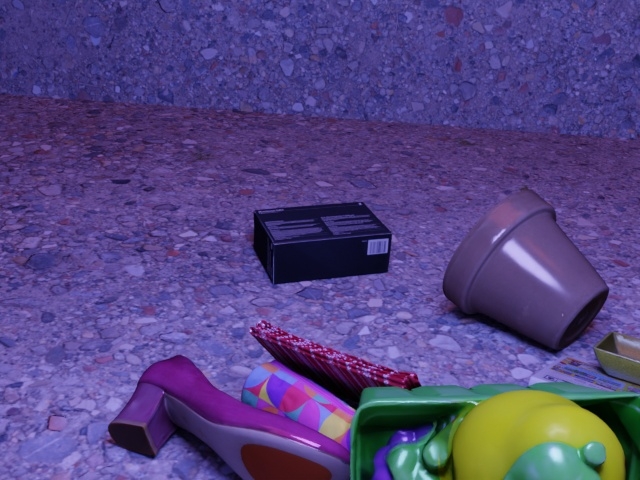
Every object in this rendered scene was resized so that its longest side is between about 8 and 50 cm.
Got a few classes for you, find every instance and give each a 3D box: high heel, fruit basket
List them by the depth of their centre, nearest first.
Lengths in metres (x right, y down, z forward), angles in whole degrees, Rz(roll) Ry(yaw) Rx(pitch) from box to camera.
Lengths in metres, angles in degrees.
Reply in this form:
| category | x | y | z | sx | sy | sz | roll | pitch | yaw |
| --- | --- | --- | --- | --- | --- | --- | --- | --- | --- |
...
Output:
| category | x | y | z | sx | sy | sz | roll | pitch | yaw |
| --- | --- | --- | --- | --- | --- | --- | --- | --- | --- |
| fruit basket | 0.215 | 0.281 | 0.881 | 0.391 | 0.283 | 0.392 | 1 | 9 | 0 |
| high heel | -0.107 | 0.239 | 1.123 | 0.377 | 0.127 | 0.181 | 9 | 35 | 21 |

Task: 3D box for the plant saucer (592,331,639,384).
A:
| category | x | y | z | sx | sy | sz | roll | pitch | yaw |
| --- | --- | --- | --- | --- | --- | --- | --- | --- | --- |
| plant saucer | 0.563 | 0.213 | 1.327 | 0.188 | 0.045 | 0.188 | 16 | 11 | 28 |

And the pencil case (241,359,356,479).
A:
| category | x | y | z | sx | sy | sz | roll | pitch | yaw |
| --- | --- | --- | --- | --- | --- | --- | --- | --- | --- |
| pencil case | -0.008 | 0.255 | 1.148 | 0.236 | 0.105 | 0.104 | 21 | 30 | 37 |

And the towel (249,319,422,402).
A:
| category | x | y | z | sx | sy | sz | roll | pitch | yaw |
| --- | --- | --- | --- | --- | --- | --- | --- | --- | --- |
| towel | 0.042 | 0.204 | 1.182 | 0.274 | 0.199 | 0.031 | 16 | 66 | 30 |

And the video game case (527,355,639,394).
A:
| category | x | y | z | sx | sy | sz | roll | pitch | yaw |
| --- | --- | --- | --- | --- | --- | --- | --- | --- | --- |
| video game case | 0.466 | 0.244 | 1.247 | 0.227 | 0.026 | 0.206 | 16 | 11 | 30 |

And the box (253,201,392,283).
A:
| category | x | y | z | sx | sy | sz | roll | pitch | yaw |
| --- | --- | --- | --- | --- | --- | --- | --- | --- | --- |
| box | 0.000 | 0.000 | 1.718 | 0.261 | 0.103 | 0.184 | -5 | 28 | -16 |

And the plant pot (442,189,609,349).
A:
| category | x | y | z | sx | sy | sz | roll | pitch | yaw |
| --- | --- | --- | --- | --- | --- | --- | --- | --- | --- |
| plant pot | 0.398 | 0.075 | 1.465 | 0.263 | 0.263 | 0.229 | -20 | 50 | -41 |
